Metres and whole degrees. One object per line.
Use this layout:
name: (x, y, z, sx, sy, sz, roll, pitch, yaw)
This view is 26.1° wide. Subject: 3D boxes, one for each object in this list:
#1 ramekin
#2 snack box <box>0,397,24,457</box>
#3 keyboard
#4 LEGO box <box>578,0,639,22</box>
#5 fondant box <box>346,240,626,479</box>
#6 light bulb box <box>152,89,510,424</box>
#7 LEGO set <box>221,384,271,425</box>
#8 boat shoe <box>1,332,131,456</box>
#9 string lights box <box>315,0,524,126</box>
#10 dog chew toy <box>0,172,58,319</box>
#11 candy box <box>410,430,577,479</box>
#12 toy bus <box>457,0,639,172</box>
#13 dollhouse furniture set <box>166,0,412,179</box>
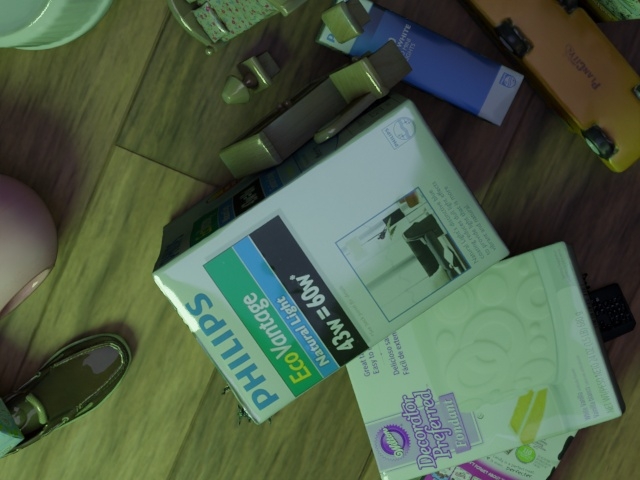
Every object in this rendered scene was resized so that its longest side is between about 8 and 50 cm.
ramekin: (-0.396, -0.365, 1.740, 0.273, 0.127, 0.272, 5, 108, 16)
snack box: (-0.518, 0.232, 1.830, 0.174, 0.070, 0.207, -39, 64, 5)
keyboard: (0.338, 0.107, 1.895, 0.192, 0.038, 0.100, -21, 75, -17)
LEGO box: (0.286, -0.517, 1.678, 0.193, 0.372, 0.500, -40, 97, 3)
fondant box: (0.209, 0.164, 1.834, 0.330, 0.096, 0.238, -19, 83, 15)
light bulb box: (0.000, 0.000, 1.732, 0.361, 0.358, 0.225, -34, 100, 1)
LEGO set: (-0.099, 0.228, 1.929, 0.054, 0.023, 0.083, -30, 85, -1)
boat shoe: (-0.368, 0.221, 1.873, 0.257, 0.095, 0.095, -36, 98, 2)
string lights box: (0.127, -0.242, 1.823, 0.260, 0.133, 0.076, 24, 96, -5)
dog chew toy: (-0.500, -0.047, 1.789, 0.332, 0.206, 0.206, 44, 93, 1)
candy box: (0.249, 0.284, 1.927, 0.159, 0.071, 0.233, 30, 95, -4)
toy bus: (0.318, -0.246, 1.835, 0.108, 0.130, 0.332, -42, 97, 2)
dollhouse furniture set: (-0.112, -0.275, 1.695, 0.174, 0.303, 0.355, -42, 104, -28)
